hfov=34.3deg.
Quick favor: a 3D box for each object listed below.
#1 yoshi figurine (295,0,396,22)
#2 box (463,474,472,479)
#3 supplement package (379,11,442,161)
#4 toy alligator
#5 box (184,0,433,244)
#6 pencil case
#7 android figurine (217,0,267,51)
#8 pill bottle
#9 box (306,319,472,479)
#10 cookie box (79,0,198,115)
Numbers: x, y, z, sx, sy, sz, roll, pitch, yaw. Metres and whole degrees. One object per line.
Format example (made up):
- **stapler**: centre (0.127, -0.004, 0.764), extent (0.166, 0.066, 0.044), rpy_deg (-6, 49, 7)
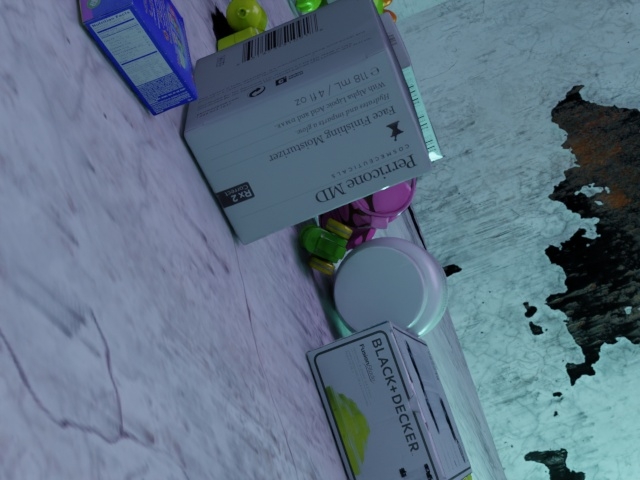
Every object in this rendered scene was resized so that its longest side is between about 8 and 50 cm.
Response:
- **yoshi figurine**: centre (-0.003, -0.521, 2.176), extent (0.362, 0.203, 0.203), rpy_deg (51, -27, -19)
- **box**: centre (0.193, 0.319, 1.613), extent (0.105, 0.043, 0.179), rpy_deg (26, 41, -78)
- **supplement package**: centre (0.099, -0.246, 1.806), extent (0.194, 0.149, 0.203), rpy_deg (-102, 170, -49)
- **toy alligator**: centre (0.000, 0.000, 1.180), extent (0.051, 0.056, 0.189), rpy_deg (26, 3, -3)
- **box**: centre (-0.012, -0.114, 0.915), extent (0.182, 0.181, 0.119), rpy_deg (-96, 162, -61)
- **pencil case**: centre (0.050, -0.043, 1.270), extent (0.209, 0.095, 0.098), rpy_deg (127, -41, -77)
- **android figurine**: centre (-0.054, -0.163, 1.211), extent (0.273, 0.056, 0.248), rpy_deg (-53, 122, -82)
- **pill bottle**: centre (0.084, 0.062, 1.254), extent (0.229, 0.131, 0.131), rpy_deg (15, 54, -79)
- **box**: centre (0.081, 0.185, 1.087), extent (0.290, 0.087, 0.169), rpy_deg (36, 34, -75)
- **cookie box**: centre (-0.133, -0.159, 0.745), extent (0.107, 0.040, 0.092), rpy_deg (57, 14, -54)
